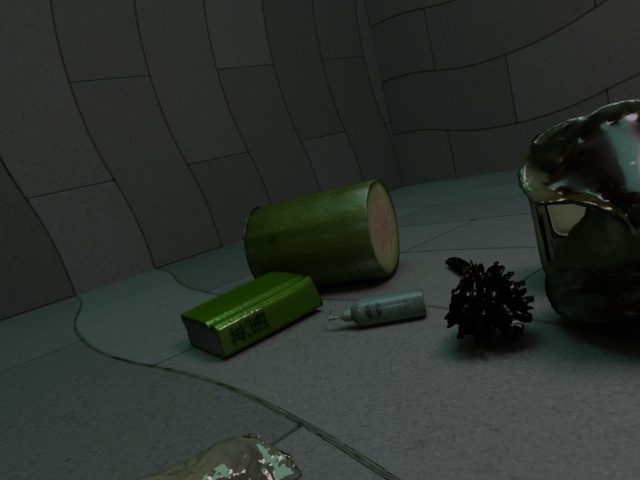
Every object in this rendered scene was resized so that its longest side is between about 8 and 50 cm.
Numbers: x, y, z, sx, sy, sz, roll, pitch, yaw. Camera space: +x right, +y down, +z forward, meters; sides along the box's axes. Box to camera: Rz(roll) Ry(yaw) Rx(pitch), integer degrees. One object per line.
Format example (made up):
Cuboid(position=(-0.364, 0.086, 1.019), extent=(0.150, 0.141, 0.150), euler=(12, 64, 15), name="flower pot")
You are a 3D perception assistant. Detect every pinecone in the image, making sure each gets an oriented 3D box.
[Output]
Cuboid(position=(0.258, 0.099, 0.701), extent=(0.120, 0.140, 0.140), euler=(20, 23, 20), name="pinecone")

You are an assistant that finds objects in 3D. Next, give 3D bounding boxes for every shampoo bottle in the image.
Cuboid(position=(0.108, 0.139, 0.905), extent=(0.195, 0.056, 0.056), euler=(-14, 9, 12), name="shampoo bottle")

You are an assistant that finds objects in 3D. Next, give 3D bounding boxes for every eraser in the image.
Cuboid(position=(-0.155, 0.161, 1.059), extent=(0.274, 0.092, 0.210), euler=(-22, 13, -34), name="eraser")

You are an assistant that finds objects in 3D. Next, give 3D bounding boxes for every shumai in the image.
Cuboid(position=(0.456, -0.056, 0.638), extent=(0.329, 0.289, 0.292), euler=(-19, -10, 0), name="shumai")

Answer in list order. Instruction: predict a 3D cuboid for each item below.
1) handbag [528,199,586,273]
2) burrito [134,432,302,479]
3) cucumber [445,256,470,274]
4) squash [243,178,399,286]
Cuboid(position=(0.577, -0.068, 0.809), extent=(0.358, 0.237, 0.160), euler=(-12, -2, 16), name="handbag")
Cuboid(position=(-0.207, 0.289, 0.437), extent=(0.391, 0.076, 0.117), euler=(-17, 3, -26), name="burrito")
Cuboid(position=(0.335, 0.062, 1.075), extent=(0.033, 0.036, 0.184), euler=(-22, 11, -1), name="cucumber")
Cuboid(position=(0.000, 0.000, 1.263), extent=(0.384, 0.263, 0.263), euler=(-10, 10, 25), name="squash")
